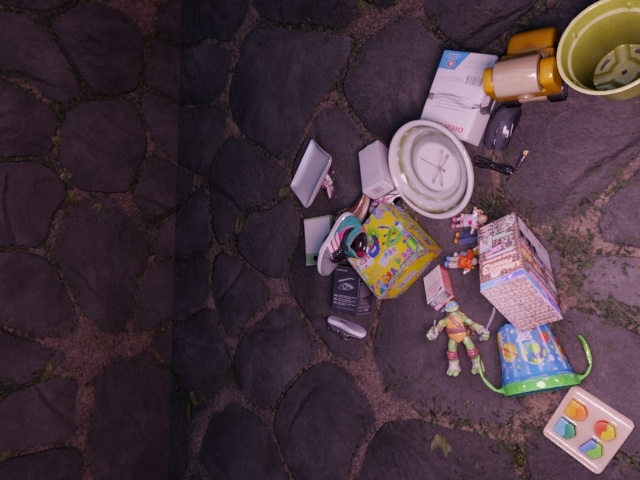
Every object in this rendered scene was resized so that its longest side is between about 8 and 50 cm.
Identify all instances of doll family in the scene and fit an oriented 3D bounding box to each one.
[{"bbox_3d":[0.582,0.013,1.692,0.163,0.118,0.262,-4,67,47],"label":"doll family"}]

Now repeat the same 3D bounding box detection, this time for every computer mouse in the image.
[{"bbox_3d":[0.677,-0.370,1.645,0.184,0.060,0.261,36,111,38],"label":"computer mouse"}]

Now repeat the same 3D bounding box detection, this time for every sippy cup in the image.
[{"bbox_3d":[0.695,0.383,1.493,0.240,0.306,0.223,112,152,-61],"label":"sippy cup"}]

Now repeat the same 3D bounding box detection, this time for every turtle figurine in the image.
[{"bbox_3d":[0.502,0.366,1.643,0.275,0.198,0.266,-173,67,-78],"label":"turtle figurine"}]

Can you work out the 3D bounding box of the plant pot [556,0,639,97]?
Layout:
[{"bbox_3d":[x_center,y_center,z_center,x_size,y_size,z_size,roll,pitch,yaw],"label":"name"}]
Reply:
[{"bbox_3d":[0.887,-0.538,1.342,0.276,0.254,0.275,-2,87,42],"label":"plant pot"}]

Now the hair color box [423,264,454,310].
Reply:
[{"bbox_3d":[0.455,0.180,1.750,0.093,0.053,0.167,-49,14,29],"label":"hair color box"}]

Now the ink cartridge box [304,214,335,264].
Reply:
[{"bbox_3d":[0.000,0.000,2.221,0.171,0.056,0.234,-7,86,41],"label":"ink cartridge box"}]

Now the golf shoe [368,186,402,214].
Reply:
[{"bbox_3d":[0.285,-0.162,1.971,0.186,0.068,0.085,-42,62,32],"label":"golf shoe"}]

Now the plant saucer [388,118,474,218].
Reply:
[{"bbox_3d":[0.441,-0.283,1.761,0.400,0.101,0.400,35,140,36],"label":"plant saucer"}]

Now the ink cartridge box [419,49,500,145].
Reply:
[{"bbox_3d":[0.539,-0.543,1.728,0.223,0.129,0.307,28,105,38],"label":"ink cartridge box"}]

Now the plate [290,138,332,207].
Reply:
[{"bbox_3d":[-0.041,-0.330,2.236,0.277,0.045,0.278,-63,31,19],"label":"plate"}]

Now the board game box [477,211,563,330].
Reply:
[{"bbox_3d":[0.634,0.098,1.458,0.141,0.232,0.291,-30,28,37],"label":"board game box"}]

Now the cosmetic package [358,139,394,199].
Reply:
[{"bbox_3d":[0.241,-0.308,1.968,0.117,0.086,0.231,-27,51,38],"label":"cosmetic package"}]

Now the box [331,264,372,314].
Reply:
[{"bbox_3d":[0.146,0.217,2.045,0.153,0.108,0.206,7,92,42],"label":"box"}]

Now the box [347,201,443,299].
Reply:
[{"bbox_3d":[0.292,0.043,1.881,0.290,0.177,0.279,-53,56,26],"label":"box"}]

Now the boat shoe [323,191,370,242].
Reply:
[{"bbox_3d":[0.117,-0.086,2.055,0.117,0.123,0.324,28,110,-6],"label":"boat shoe"}]

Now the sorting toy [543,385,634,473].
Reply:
[{"bbox_3d":[0.852,0.606,1.451,0.193,0.038,0.208,35,110,37],"label":"sorting toy"}]

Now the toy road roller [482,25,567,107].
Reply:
[{"bbox_3d":[0.676,-0.579,1.476,0.203,0.330,0.240,3,97,37],"label":"toy road roller"}]

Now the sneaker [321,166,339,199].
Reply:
[{"bbox_3d":[0.036,-0.273,2.206,0.077,0.072,0.178,-32,57,44],"label":"sneaker"}]

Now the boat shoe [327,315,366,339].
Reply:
[{"bbox_3d":[0.116,0.418,2.083,0.229,0.080,0.076,14,103,42],"label":"boat shoe"}]

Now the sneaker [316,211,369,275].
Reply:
[{"bbox_3d":[0.105,0.049,1.858,0.178,0.124,0.295,43,114,46],"label":"sneaker"}]
